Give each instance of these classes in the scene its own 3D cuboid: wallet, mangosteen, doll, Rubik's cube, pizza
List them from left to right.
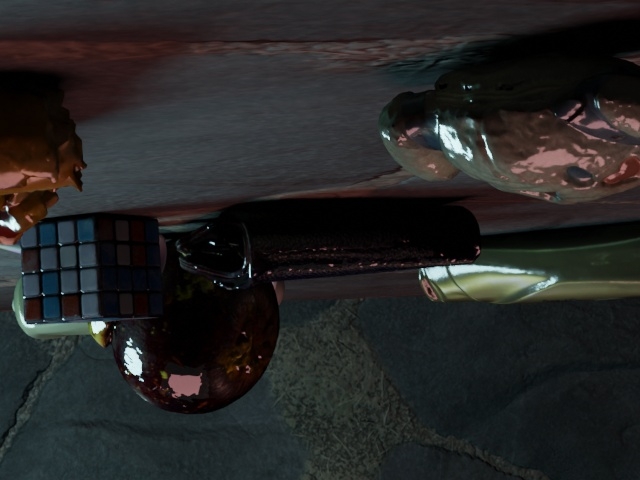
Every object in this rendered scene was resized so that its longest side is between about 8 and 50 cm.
[{"bbox_3d":[-0.259,-0.032,0.948,0.251,0.074,0.288,1,173,-12],"label":"pizza"},{"bbox_3d":[-0.206,0.027,1.596,0.092,0.092,0.092,-6,175,31],"label":"Rubik's cube"},{"bbox_3d":[-0.152,0.076,1.826,0.217,0.192,0.192,22,-172,27],"label":"mangosteen"},{"bbox_3d":[0.000,0.000,1.636,0.221,0.071,0.262,-6,180,-18],"label":"wallet"},{"bbox_3d":[0.109,-0.057,0.848,0.214,0.071,0.103,5,170,44],"label":"doll"}]

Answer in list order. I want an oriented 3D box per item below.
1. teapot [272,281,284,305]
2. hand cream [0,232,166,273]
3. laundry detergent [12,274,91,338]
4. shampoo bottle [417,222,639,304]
[{"bbox_3d":[-0.112,0.066,2.244,0.145,0.092,0.226,-1,172,-33],"label":"teapot"},{"bbox_3d":[-0.236,0.008,1.709,0.174,0.047,0.076,5,180,16],"label":"hand cream"},{"bbox_3d":[-0.274,0.070,2.143,0.253,0.091,0.181,-6,180,38],"label":"laundry detergent"},{"bbox_3d":[0.275,0.028,1.995,0.350,0.084,0.125,-5,177,32],"label":"shampoo bottle"}]
